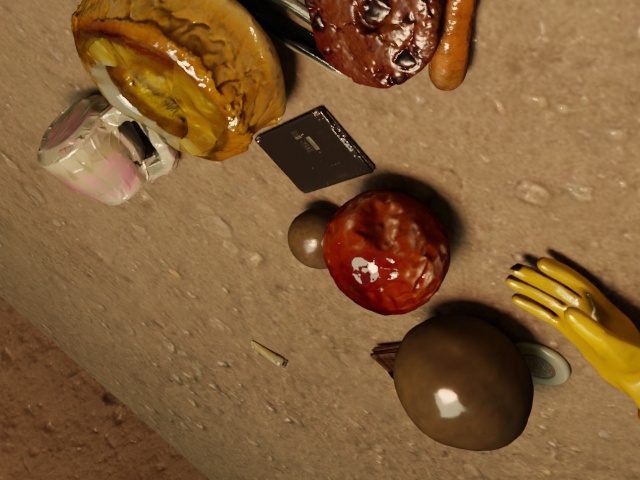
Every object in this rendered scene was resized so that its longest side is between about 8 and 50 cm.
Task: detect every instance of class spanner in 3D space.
[{"bbox_3d":[-0.085,-0.314,0.975,0.325,0.040,0.095,32,150,0],"label":"spanner"}]

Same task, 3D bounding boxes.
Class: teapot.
[{"bbox_3d":[-0.369,-0.169,1.383,0.178,0.222,0.163,47,-173,-39],"label":"teapot"}]

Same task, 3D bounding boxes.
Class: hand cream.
[{"bbox_3d":[-0.126,0.276,1.879,0.102,0.022,0.035,29,150,19],"label":"hand cream"}]

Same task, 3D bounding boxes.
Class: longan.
[{"bbox_3d":[0.000,0.000,1.279,0.119,0.106,0.106,37,157,39],"label":"longan"},{"bbox_3d":[0.238,0.238,1.290,0.248,0.248,0.248,24,148,16],"label":"longan"}]

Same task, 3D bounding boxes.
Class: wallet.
[{"bbox_3d":[0.210,0.288,1.554,0.230,0.042,0.124,44,146,-21],"label":"wallet"}]

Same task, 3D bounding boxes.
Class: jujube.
[{"bbox_3d":[0.102,0.030,1.179,0.190,0.190,0.255,25,166,14],"label":"jujube"}]

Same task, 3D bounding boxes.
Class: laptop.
[{"bbox_3d":[-0.013,-0.133,1.190,0.129,0.016,0.180,47,148,-21],"label":"laptop"}]

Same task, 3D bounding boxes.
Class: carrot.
[{"bbox_3d":[0.147,-0.245,0.850,0.047,0.047,0.191,23,146,18],"label":"carrot"}]

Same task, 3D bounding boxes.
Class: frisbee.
[{"bbox_3d":[0.370,0.210,1.316,0.110,0.014,0.110,25,149,16],"label":"frisbee"}]

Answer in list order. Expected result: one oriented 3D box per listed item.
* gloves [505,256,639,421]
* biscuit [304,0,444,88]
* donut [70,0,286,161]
[{"bbox_3d":[0.389,0.132,1.117,0.294,0.116,0.133,39,143,4],"label":"gloves"},{"bbox_3d":[0.054,-0.263,0.862,0.192,0.049,0.192,23,128,32],"label":"biscuit"},{"bbox_3d":[-0.199,-0.233,1.056,0.330,0.159,0.330,30,167,8],"label":"donut"}]
